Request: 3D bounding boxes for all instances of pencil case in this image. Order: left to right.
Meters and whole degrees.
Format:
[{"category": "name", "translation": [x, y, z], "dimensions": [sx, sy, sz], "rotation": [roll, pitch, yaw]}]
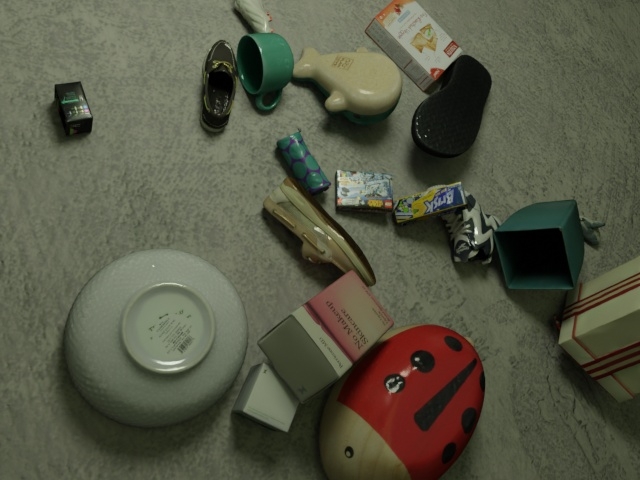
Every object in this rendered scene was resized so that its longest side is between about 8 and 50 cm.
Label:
[{"category": "pencil case", "translation": [-0.037, -0.175, 1.310], "dimensions": [0.152, 0.064, 0.070], "rotation": [59, 23, 2]}]

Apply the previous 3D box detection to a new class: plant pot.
[{"category": "plant pot", "translation": [0.576, -0.005, 1.453], "dimensions": [0.234, 0.165, 0.166], "rotation": [-38, 115, -44]}]

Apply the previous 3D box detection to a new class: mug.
[{"category": "mug", "translation": [-0.123, -0.398, 1.320], "dimensions": [0.097, 0.158, 0.129], "rotation": [-18, 57, -30]}]

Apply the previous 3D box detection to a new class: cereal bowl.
[{"category": "cereal bowl", "translation": [-0.287, 0.167, 1.047], "dimensions": [0.338, 0.141, 0.339], "rotation": [8, 69, -22]}]

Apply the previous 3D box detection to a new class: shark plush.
[{"category": "shark plush", "translation": [0.729, -0.037, 1.615], "dimensions": [0.161, 0.073, 0.067], "rotation": [14, 98, -24]}]

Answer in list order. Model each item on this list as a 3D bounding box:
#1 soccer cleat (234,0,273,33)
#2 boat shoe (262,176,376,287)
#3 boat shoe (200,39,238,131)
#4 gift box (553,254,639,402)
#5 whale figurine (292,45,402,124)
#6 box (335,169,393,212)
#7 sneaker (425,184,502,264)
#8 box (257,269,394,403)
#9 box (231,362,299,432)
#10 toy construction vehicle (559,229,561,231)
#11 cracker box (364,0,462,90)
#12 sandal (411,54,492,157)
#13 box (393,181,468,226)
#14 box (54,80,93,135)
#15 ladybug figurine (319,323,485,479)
[{"category": "soccer cleat", "translation": [-0.166, -0.550, 1.379], "dimensions": [0.076, 0.068, 0.197], "rotation": [-14, 78, -12]}, {"category": "boat shoe", "translation": [0.000, 0.000, 1.260], "dimensions": [0.098, 0.109, 0.302], "rotation": [-42, 94, 11]}, {"category": "boat shoe", "translation": [-0.222, -0.358, 1.284], "dimensions": [0.081, 0.068, 0.228], "rotation": [9, 70, -21]}, {"category": "gift box", "translation": [0.771, 0.221, 1.441], "dimensions": [0.255, 0.258, 0.276], "rotation": [47, 42, -2]}, {"category": "whale figurine", "translation": [0.063, -0.379, 1.402], "dimensions": [0.271, 0.141, 0.216], "rotation": [20, 64, 10]}, {"category": "box", "translation": [0.103, -0.116, 1.358], "dimensions": [0.136, 0.027, 0.094], "rotation": [3, 71, -9]}, {"category": "sneaker", "translation": [0.345, -0.025, 1.414], "dimensions": [0.235, 0.094, 0.153], "rotation": [36, 54, -21]}, {"category": "box", "translation": [0.016, 0.182, 1.131], "dimensions": [0.149, 0.127, 0.232], "rotation": [52, 37, 6]}, {"category": "box", "translation": [-0.100, 0.306, 1.113], "dimensions": [0.101, 0.087, 0.102], "rotation": [30, 64, -13]}, {"category": "toy construction vehicle", "translation": [0.657, -0.055, 1.569], "dimensions": [0.035, 0.086, 0.098], "rotation": [-40, 91, -35]}, {"category": "cracker box", "translation": [0.255, -0.543, 1.557], "dimensions": [0.232, 0.067, 0.156], "rotation": [44, 62, -6]}, {"category": "sandal", "translation": [0.346, -0.338, 1.525], "dimensions": [0.167, 0.107, 0.446], "rotation": [42, 49, -5]}, {"category": "box", "translation": [0.262, -0.085, 1.366], "dimensions": [0.168, 0.054, 0.059], "rotation": [-15, 76, 16]}, {"category": "box", "translation": [-0.491, -0.262, 1.137], "dimensions": [0.052, 0.062, 0.083], "rotation": [-18, 82, -29]}, {"category": "ladybug figurine", "translation": [0.196, 0.344, 1.191], "dimensions": [0.449, 0.162, 0.305], "rotation": [-42, 92, -29]}]
